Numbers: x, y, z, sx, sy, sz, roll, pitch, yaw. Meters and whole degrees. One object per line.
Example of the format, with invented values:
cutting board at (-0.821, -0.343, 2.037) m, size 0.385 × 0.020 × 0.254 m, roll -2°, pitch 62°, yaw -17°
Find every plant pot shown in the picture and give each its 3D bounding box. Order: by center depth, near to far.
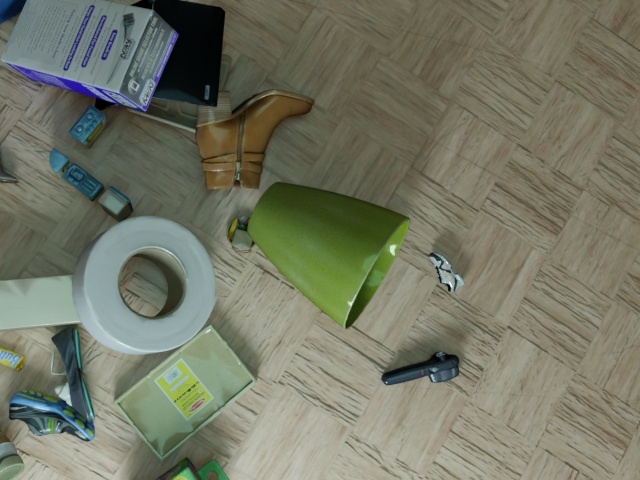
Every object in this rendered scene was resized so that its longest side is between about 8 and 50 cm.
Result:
plant pot at (0.000, 0.000, 1.678) m, size 0.293 × 0.275 × 0.275 m, roll 30°, pitch 78°, yaw 13°

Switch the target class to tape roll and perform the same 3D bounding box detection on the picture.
tape roll at (-0.365, 0.095, 1.616) m, size 0.286 × 0.100 × 0.286 m, roll 8°, pitch 75°, yaw -31°

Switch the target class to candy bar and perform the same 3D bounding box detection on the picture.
candy bar at (-0.700, 0.232, 1.632) m, size 0.161 × 0.018 × 0.040 m, roll 24°, pitch 80°, yaw -5°

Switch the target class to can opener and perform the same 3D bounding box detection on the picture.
can opener at (0.229, 0.297, 1.759) m, size 0.186 × 0.059 × 0.073 m, roll -11°, pitch 85°, yaw -11°

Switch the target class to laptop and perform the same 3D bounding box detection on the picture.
laptop at (-0.358, -0.400, 1.710) m, size 0.136 × 0.264 × 0.234 m, roll 18°, pitch 71°, yaw -49°

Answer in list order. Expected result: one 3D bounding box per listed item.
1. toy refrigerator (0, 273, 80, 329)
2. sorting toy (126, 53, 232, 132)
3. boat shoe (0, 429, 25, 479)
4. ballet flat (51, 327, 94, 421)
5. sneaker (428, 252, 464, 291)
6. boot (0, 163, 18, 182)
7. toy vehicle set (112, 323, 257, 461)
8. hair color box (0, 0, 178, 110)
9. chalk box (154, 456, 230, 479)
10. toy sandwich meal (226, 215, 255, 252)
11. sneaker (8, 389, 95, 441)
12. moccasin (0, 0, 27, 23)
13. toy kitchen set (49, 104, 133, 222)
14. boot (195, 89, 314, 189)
toy refrigerator at (-0.603, 0.133, 1.624) m, size 0.269 × 0.094 × 0.102 m, roll -5°, pitch 82°, yaw -13°
sorting toy at (-0.321, -0.357, 1.765) m, size 0.192 × 0.038 × 0.208 m, roll 17°, pitch 76°, yaw -7°
boat shoe at (-0.748, 0.498, 1.553) m, size 0.302 × 0.113 × 0.103 m, roll -33°, pitch 69°, yaw -10°
ballet flat at (-0.528, 0.286, 1.629) m, size 0.074 × 0.074 × 0.203 m, roll -13°, pitch 79°, yaw -11°
sneaker at (0.289, 0.074, 1.808) m, size 0.043 × 0.040 × 0.109 m, roll -41°, pitch 91°, yaw -10°
boot at (-0.709, -0.171, 1.671) m, size 0.118 × 0.042 × 0.087 m, roll 6°, pitch 80°, yaw -9°
toy vehicle set at (-0.292, 0.327, 1.679) m, size 0.267 × 0.035 × 0.166 m, roll -38°, pitch 90°, yaw -12°
hair color box at (-0.488, -0.406, 1.625) m, size 0.338 × 0.110 × 0.185 m, roll 18°, pitch 83°, yaw 26°
chalk box at (-0.289, 0.545, 1.603) m, size 0.213 × 0.132 × 0.132 m, roll -35°, pitch 90°, yaw -12°
toy sandwich meal at (-0.175, -0.015, 1.746) m, size 0.085 × 0.029 × 0.086 m, roll 1°, pitch 83°, yaw -9°
sneaker at (-0.562, 0.377, 1.621) m, size 0.188 × 0.067 × 0.078 m, roll 23°, pitch 101°, yaw -8°
moccasin at (-0.746, -0.523, 1.662) m, size 0.342 × 0.138 × 0.117 m, roll -41°, pitch 86°, yaw -13°
toy kitchen set at (-0.465, -0.169, 1.670) m, size 0.207 × 0.122 × 0.166 m, roll 37°, pitch 79°, yaw -4°
boot at (-0.142, -0.226, 1.745) m, size 0.283 × 0.109 × 0.220 m, roll -6°, pitch 95°, yaw -28°
